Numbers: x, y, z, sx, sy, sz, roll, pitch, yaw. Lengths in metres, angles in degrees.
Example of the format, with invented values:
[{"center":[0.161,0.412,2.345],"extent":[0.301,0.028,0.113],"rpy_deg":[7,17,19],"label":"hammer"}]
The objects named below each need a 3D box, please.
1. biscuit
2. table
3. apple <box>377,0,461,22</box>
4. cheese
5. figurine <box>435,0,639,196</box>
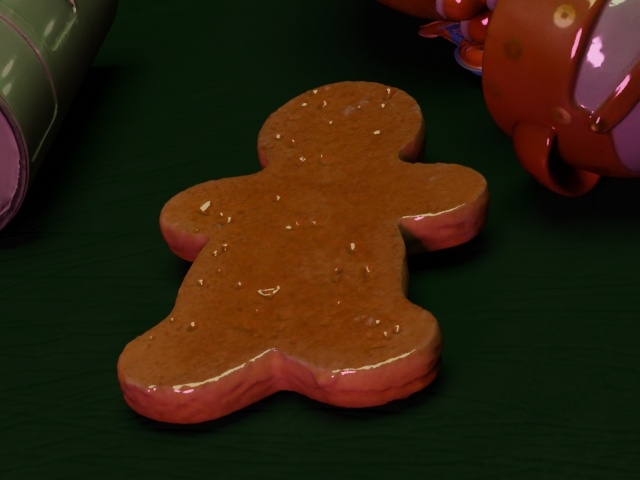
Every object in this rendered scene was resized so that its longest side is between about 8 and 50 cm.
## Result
[{"center":[0.000,0.001,0.872],"extent":[0.166,0.036,0.250],"rpy_deg":[-4,35,12],"label":"biscuit"},{"center":[-0.198,-0.101,1.022],"extent":[0.126,0.126,0.220],"rpy_deg":[-5,31,12],"label":"table"},{"center":[0.113,-0.248,1.056],"extent":[0.309,0.250,0.277],"rpy_deg":[1,3,-29],"label":"apple"},{"center":[0.092,-0.114,1.043],"extent":[0.047,0.017,0.111],"rpy_deg":[-16,24,-16],"label":"cheese"},{"center":[0.178,-0.082,0.855],"extent":[0.271,0.143,0.143],"rpy_deg":[9,37,33],"label":"figurine"}]
